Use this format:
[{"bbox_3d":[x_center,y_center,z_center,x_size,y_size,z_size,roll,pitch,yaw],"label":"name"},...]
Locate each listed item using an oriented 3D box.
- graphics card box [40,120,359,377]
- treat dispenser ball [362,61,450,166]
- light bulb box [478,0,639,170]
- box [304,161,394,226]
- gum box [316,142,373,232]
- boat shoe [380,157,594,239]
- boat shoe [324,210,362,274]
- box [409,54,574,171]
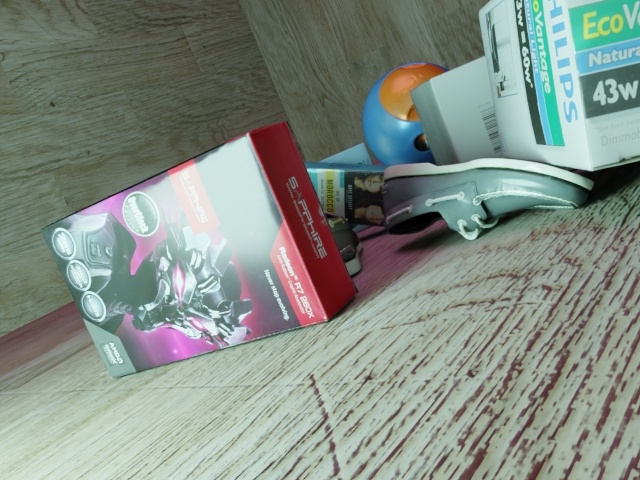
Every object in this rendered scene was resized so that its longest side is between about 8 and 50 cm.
[{"bbox_3d":[-0.164,0.024,0.855,0.370,0.233,0.094,-18,10,30],"label":"graphics card box"},{"bbox_3d":[0.251,-0.307,1.718,0.288,0.288,0.288,-23,8,3],"label":"treat dispenser ball"},{"bbox_3d":[0.408,-0.233,0.786,0.357,0.225,0.361,-12,9,4],"label":"light bulb box"},{"bbox_3d":[0.033,-0.084,1.199,0.244,0.101,0.060,5,18,21],"label":"box"},{"bbox_3d":[0.029,-0.083,1.314,0.184,0.157,0.041,-25,7,-11],"label":"gum box"},{"bbox_3d":[0.201,-0.046,0.880,0.116,0.099,0.319,16,-7,-39],"label":"boat shoe"},{"bbox_3d":[0.004,-0.002,1.065,0.109,0.091,0.305,-23,8,1],"label":"boat shoe"},{"bbox_3d":[0.284,-0.202,1.173,0.168,0.215,0.345,-22,8,5],"label":"box"}]
